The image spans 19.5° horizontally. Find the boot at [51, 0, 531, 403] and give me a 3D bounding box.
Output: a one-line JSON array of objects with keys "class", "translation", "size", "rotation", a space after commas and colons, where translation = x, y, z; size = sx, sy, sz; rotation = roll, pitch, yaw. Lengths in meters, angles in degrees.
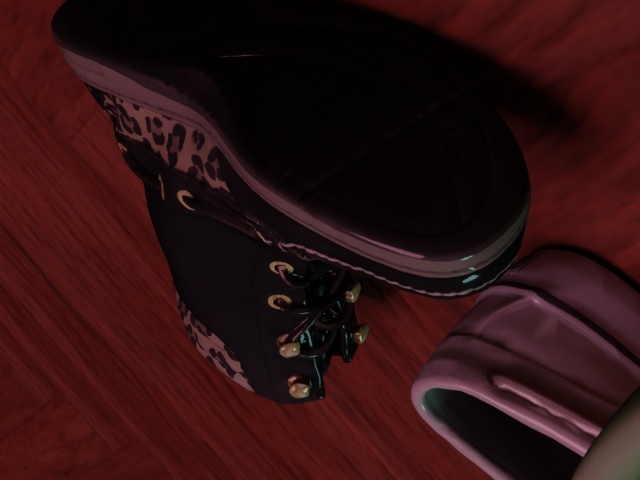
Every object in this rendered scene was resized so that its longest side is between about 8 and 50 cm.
[{"class": "boot", "translation": [0.001, -0.001, 0.733], "size": [0.236, 0.085, 0.178], "rotation": [31, 150, 40]}]

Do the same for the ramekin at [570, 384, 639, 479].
[{"class": "ramekin", "translation": [0.218, 0.076, 0.415], "size": [0.303, 0.148, 0.303], "rotation": [25, 148, 17]}]

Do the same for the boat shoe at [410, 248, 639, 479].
[{"class": "boat shoe", "translation": [0.147, 0.116, 0.669], "size": [0.267, 0.088, 0.096], "rotation": [44, 151, 8]}]
